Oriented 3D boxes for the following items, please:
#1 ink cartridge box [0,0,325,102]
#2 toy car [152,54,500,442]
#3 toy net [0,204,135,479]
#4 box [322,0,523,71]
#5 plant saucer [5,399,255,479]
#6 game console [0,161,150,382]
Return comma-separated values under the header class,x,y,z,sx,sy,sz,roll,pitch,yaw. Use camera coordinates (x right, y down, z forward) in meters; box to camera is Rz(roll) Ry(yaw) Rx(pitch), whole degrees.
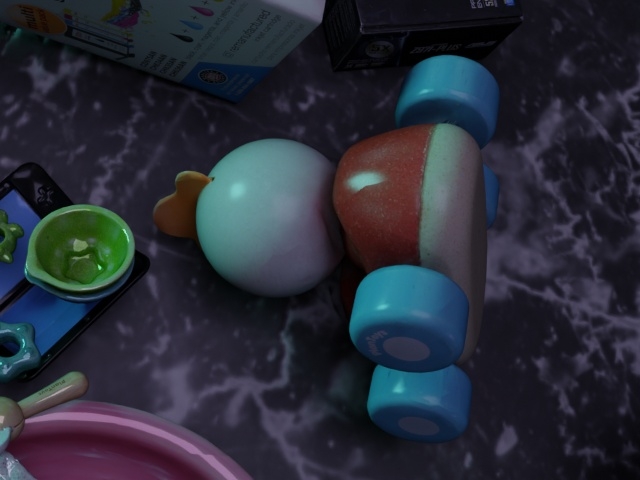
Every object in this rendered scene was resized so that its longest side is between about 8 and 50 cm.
class,x,y,z,sx,sy,sz,roll,pitch,yaw
ink cartridge box,-0.122,-0.232,0.754,0.232,0.171,0.168,17,71,-21
toy car,0.000,0.000,0.766,0.237,0.210,0.219,5,57,13
toy net,-0.199,0.073,0.648,0.122,0.045,0.232,16,54,-2
box,0.070,-0.243,0.885,0.147,0.077,0.180,-7,78,-19
plant saucer,-0.165,0.269,0.661,0.332,0.084,0.332,5,73,-16
game console,-0.200,0.018,0.724,0.122,0.071,0.107,-46,107,-24
